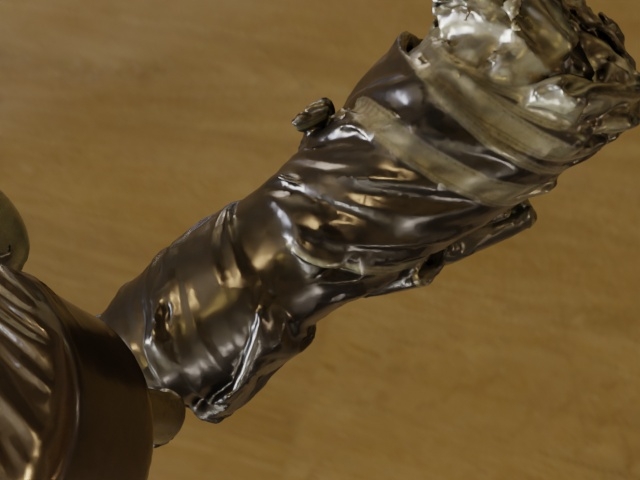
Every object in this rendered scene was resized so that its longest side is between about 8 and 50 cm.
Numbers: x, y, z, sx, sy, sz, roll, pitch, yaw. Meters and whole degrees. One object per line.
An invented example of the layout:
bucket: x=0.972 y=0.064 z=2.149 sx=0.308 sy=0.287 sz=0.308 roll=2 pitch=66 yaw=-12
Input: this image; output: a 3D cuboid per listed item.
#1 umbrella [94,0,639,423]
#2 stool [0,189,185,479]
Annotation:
umbrella: x=-0.002 y=-0.005 z=0.982 sx=0.358 sy=0.106 sz=0.113 roll=-37 pitch=80 yaw=20
stool: x=-0.130 y=0.054 z=0.752 sx=0.125 sy=0.121 sz=0.217 roll=-28 pitch=64 yaw=17
